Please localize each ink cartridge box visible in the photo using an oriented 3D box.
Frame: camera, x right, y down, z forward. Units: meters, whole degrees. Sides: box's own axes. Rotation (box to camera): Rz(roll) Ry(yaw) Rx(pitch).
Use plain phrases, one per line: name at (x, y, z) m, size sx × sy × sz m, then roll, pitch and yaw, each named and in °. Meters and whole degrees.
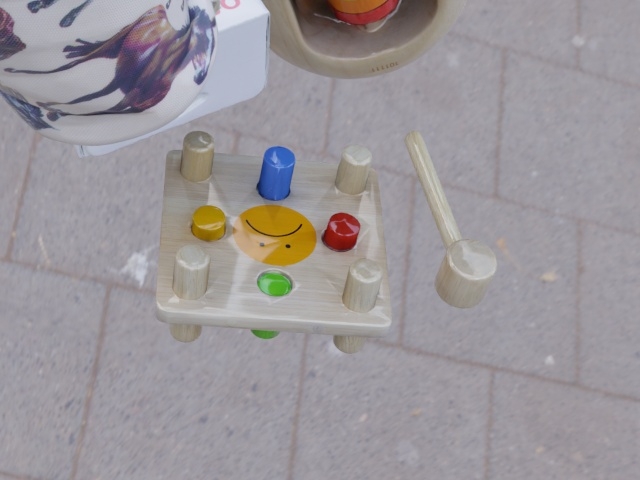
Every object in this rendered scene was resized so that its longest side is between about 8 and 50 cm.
ink cartridge box at (-0.219, -0.268, 1.302) m, size 0.226 × 0.131 × 0.306 m, roll -25°, pitch 62°, yaw -18°

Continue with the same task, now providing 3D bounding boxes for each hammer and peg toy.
hammer and peg toy at (0.000, 0.000, 1.379) m, size 0.361 × 0.127 × 0.266 m, roll 4°, pitch 46°, yaw -8°

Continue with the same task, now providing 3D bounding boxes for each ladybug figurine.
ladybug figurine at (0.036, -0.375, 1.556) m, size 0.305 × 0.449 × 0.162 m, roll -14°, pitch 64°, yaw 2°

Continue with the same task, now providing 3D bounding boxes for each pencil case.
pencil case at (-0.183, -0.208, 0.718) m, size 0.183 × 0.410 × 0.160 m, roll -34°, pitch 65°, yaw -2°
